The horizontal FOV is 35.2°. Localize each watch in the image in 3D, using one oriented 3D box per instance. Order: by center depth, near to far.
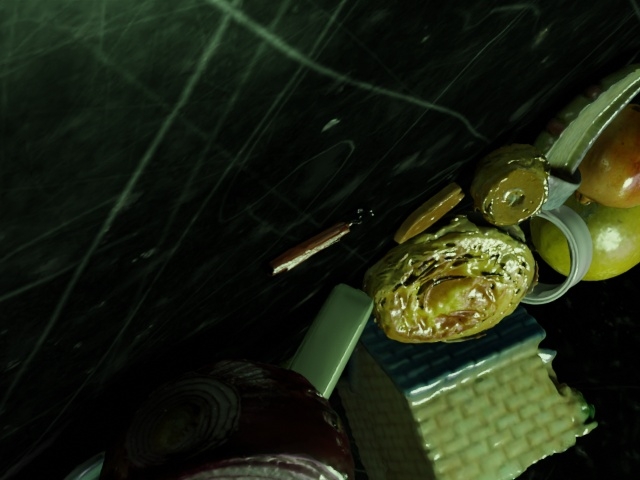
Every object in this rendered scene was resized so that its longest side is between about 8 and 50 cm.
[{"bbox_3d":[0.443,0.003,2.056,0.244,0.231,0.196,-44,165,35],"label":"watch"}]

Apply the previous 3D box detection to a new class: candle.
[{"bbox_3d":[-0.001,0.000,1.198,0.167,0.021,0.026,-31,145,-34],"label":"candle"}]

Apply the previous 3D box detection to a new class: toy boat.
[{"bbox_3d":[0.411,-0.170,1.676,0.276,0.111,0.293,-24,148,-48],"label":"toy boat"}]

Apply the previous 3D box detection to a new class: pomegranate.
[{"bbox_3d":[0.555,-0.156,1.879,0.209,0.209,0.209,-38,168,-9],"label":"pomegranate"}]

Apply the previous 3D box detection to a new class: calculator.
[{"bbox_3d":[-0.344,0.344,1.416,0.095,0.021,0.153,-22,156,-54],"label":"calculator"}]

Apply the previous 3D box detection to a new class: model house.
[{"bbox_3d":[0.234,0.266,2.010,0.395,0.399,0.445,-23,179,-22],"label":"model house"}]

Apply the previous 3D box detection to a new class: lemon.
[{"bbox_3d":[0.627,-0.050,2.311,0.297,0.297,0.297,-38,168,-9],"label":"lemon"}]

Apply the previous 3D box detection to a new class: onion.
[{"bbox_3d":[-0.133,0.285,1.291,0.337,0.260,0.282,-32,128,8],"label":"onion"}]

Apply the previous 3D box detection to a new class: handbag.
[{"bbox_3d":[0.004,0.189,1.610,0.256,0.079,0.219,-62,173,-9],"label":"handbag"}]

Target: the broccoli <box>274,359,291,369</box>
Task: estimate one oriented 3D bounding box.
[{"bbox_3d":[-0.064,0.281,1.806,0.130,0.120,0.131,91,15,-55],"label":"broccoli"}]

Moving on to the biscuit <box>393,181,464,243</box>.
[{"bbox_3d":[0.171,-0.050,1.533,0.140,0.023,0.118,-26,162,-47],"label":"biscuit"}]

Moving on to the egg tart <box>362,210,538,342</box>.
[{"bbox_3d":[0.214,0.053,1.689,0.297,0.132,0.297,-4,130,-5],"label":"egg tart"}]

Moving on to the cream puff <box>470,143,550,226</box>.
[{"bbox_3d":[0.286,-0.089,1.532,0.104,0.119,0.133,-107,-144,-64],"label":"cream puff"}]
